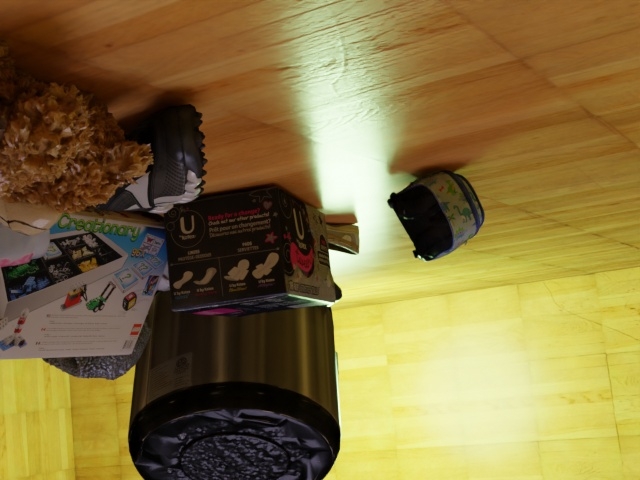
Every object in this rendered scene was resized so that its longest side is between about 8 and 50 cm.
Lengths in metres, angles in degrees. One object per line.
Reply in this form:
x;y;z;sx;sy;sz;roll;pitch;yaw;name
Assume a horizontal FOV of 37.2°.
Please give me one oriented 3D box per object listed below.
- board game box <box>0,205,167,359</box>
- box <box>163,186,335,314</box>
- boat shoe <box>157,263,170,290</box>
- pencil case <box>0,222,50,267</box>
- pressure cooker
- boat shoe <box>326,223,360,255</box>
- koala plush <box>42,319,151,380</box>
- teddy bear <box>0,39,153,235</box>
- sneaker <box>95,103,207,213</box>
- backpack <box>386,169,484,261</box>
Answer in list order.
-0.312;0.048;1.159;0.053;0.193;0.305;27;-172;29;board game box
-0.088;0.021;1.289;0.163;0.142;0.247;-9;172;14;box
-0.236;0.040;1.434;0.084;0.095;0.258;-18;175;-18;boat shoe
-0.363;-0.009;0.784;0.273;0.114;0.124;-20;-148;-39;pencil case
-0.146;0.215;1.704;0.369;0.421;0.376;1;137;-6;pressure cooker
-0.001;0.000;1.519;0.153;0.048;0.056;1;169;-38;boat shoe
-0.329;0.077;1.350;0.196;0.203;0.221;-34;161;-30;koala plush
-0.259;-0.072;0.653;0.245;0.113;0.338;-4;172;3;teddy bear
-0.170;-0.065;0.862;0.106;0.078;0.234;-5;174;-21;sneaker
0.155;-0.037;1.207;0.084;0.105;0.114;-27;178;-20;backpack
